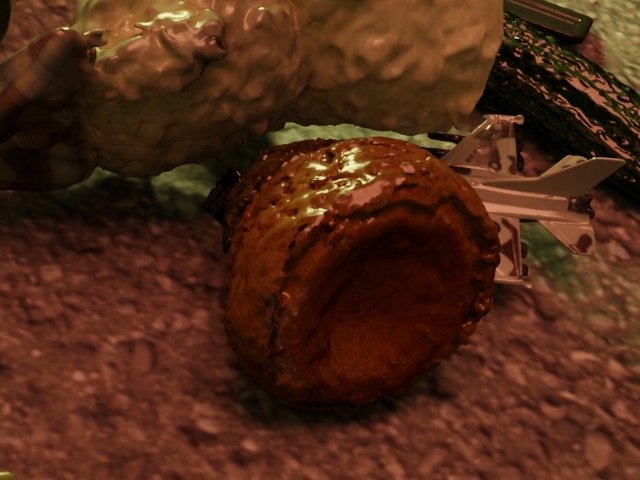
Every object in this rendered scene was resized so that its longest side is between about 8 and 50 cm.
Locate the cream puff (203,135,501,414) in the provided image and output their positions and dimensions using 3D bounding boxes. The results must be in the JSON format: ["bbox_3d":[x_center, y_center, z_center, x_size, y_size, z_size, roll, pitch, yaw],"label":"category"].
[{"bbox_3d":[0.000,0.000,1.115,0.183,0.183,0.169,-10,35,-26],"label":"cream puff"}]

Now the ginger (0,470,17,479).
[{"bbox_3d":[-0.267,0.100,0.799,0.413,0.211,0.358,49,31,-19],"label":"ginger"}]

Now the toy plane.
[{"bbox_3d":[0.097,-0.031,1.241,0.234,0.082,0.160,-1,52,4],"label":"toy plane"}]

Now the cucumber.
[{"bbox_3d":[0.191,-0.108,1.343,0.265,0.077,0.077,34,45,21],"label":"cucumber"}]

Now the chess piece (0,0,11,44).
[{"bbox_3d":[-0.288,-0.177,1.293,0.103,0.067,0.067,20,41,21],"label":"chess piece"}]

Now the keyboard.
[{"bbox_3d":[0.147,-0.207,1.455,0.381,0.041,0.103,15,21,10],"label":"keyboard"}]

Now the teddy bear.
[{"bbox_3d":[-0.055,-0.206,1.202,0.362,0.327,0.375,6,73,-15],"label":"teddy bear"}]
